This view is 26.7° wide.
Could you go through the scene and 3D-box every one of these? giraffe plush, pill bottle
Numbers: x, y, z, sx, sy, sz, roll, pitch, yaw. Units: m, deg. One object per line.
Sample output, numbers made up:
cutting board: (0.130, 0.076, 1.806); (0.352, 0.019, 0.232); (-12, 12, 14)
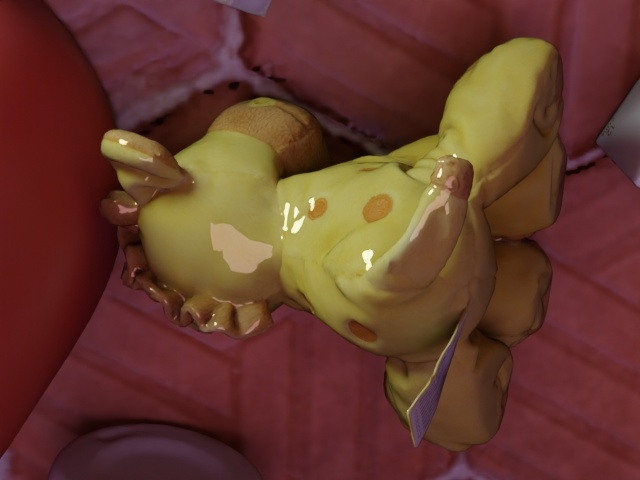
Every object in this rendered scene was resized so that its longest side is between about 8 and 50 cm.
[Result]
giraffe plush: (0.000, 0.000, 0.592); (0.170, 0.210, 0.181); (12, 117, 21)
pill bottle: (-0.094, 0.200, 0.679); (0.108, 0.108, 0.193); (9, 110, -8)

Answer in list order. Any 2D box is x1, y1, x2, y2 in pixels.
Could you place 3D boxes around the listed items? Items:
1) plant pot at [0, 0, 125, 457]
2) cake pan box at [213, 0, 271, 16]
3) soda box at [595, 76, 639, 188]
plant pot: (-0.221, 0.020, 0.525); (0.275, 0.243, 0.275); (-2, 112, -4)
cake pan box: (-0.089, -0.238, 0.490); (0.246, 0.070, 0.267); (17, 128, -14)
soda box: (0.221, -0.107, 0.606); (0.074, 0.069, 0.216); (28, 106, -15)
